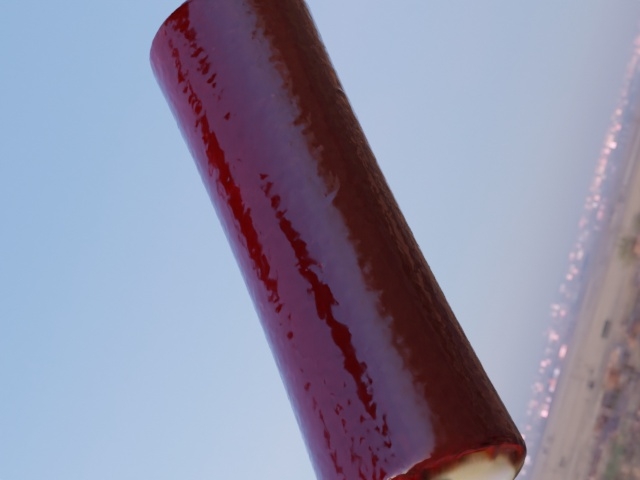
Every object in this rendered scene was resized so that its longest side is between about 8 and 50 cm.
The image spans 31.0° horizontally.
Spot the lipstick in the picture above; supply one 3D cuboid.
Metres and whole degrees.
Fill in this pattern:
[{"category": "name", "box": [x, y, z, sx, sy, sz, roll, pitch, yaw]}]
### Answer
[{"category": "lipstick", "box": [0.000, 0.000, 0.469, 0.080, 0.080, 0.241, 85, 163, -61]}]
